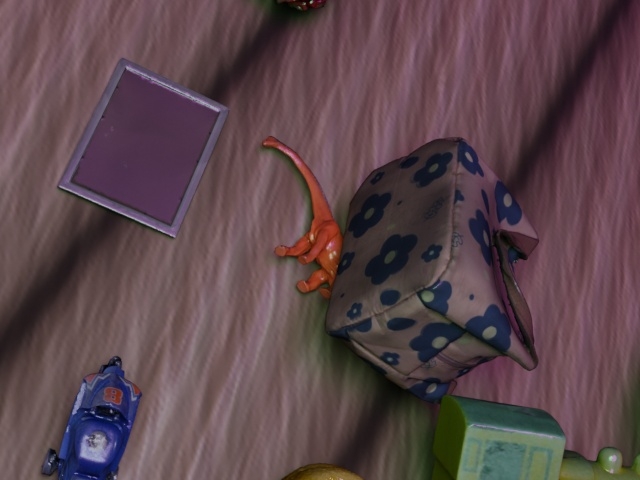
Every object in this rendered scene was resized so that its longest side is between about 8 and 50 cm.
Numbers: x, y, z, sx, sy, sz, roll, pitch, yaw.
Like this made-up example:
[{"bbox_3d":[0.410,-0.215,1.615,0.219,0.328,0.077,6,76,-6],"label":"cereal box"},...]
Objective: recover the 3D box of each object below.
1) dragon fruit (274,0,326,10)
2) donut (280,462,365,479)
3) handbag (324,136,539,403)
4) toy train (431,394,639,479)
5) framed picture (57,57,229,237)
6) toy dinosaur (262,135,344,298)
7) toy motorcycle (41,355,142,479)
[{"bbox_3d":[-0.034,-0.354,1.197,0.142,0.130,0.121,39,97,-6],"label":"dragon fruit"},{"bbox_3d":[0.005,0.308,1.015,0.152,0.058,0.151,5,73,-17],"label":"donut"},{"bbox_3d":[0.137,0.037,1.056,0.193,0.190,0.251,42,41,-28],"label":"handbag"},{"bbox_3d":[0.290,0.306,1.012,0.369,0.150,0.237,10,94,-7],"label":"toy train"},{"bbox_3d":[-0.200,-0.108,1.104,0.142,0.011,0.183,24,65,-11],"label":"framed picture"},{"bbox_3d":[-0.004,0.002,1.114,0.101,0.055,0.279,-29,88,-44],"label":"toy dinosaur"},{"bbox_3d":[-0.223,0.205,0.932,0.076,0.114,0.205,19,66,-14],"label":"toy motorcycle"}]
